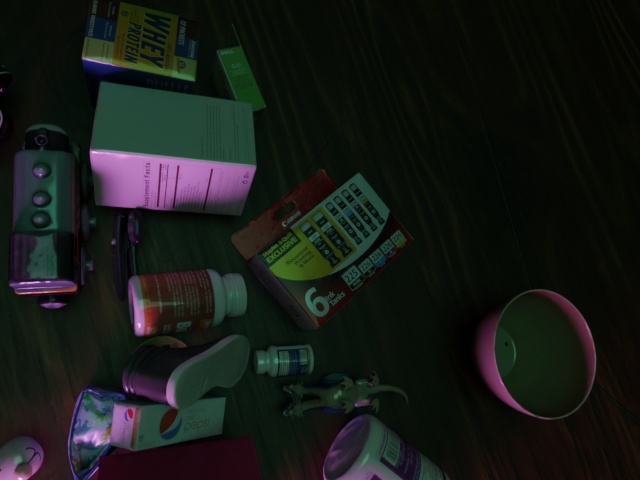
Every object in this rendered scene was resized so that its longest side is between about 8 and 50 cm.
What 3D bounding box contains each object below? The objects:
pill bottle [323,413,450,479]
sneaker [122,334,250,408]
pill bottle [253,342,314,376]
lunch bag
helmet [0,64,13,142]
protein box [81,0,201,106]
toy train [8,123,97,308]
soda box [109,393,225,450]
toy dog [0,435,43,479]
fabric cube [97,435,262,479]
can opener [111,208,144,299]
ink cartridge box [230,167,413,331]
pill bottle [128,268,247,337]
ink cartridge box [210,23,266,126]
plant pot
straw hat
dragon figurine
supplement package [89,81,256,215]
[{"bbox_3d":[0.167,0.519,1.027,0.301,0.169,0.169,40,69,-7],"label":"pill bottle"},{"bbox_3d":[-0.248,0.230,0.932,0.147,0.296,0.104,6,92,19],"label":"sneaker"},{"bbox_3d":[-0.080,0.257,1.050,0.120,0.067,0.067,1,78,-19],"label":"pill bottle"},{"bbox_3d":[-0.403,0.344,0.884,0.096,0.129,0.151,17,73,-15],"label":"lunch bag"},{"bbox_3d":[-0.659,-0.263,0.909,0.169,0.169,0.161,-14,100,-22],"label":"helmet"},{"bbox_3d":[-0.364,-0.360,1.012,0.201,0.200,0.136,6,77,-19],"label":"protein box"},{"bbox_3d":[-0.495,-0.045,0.903,0.142,0.190,0.334,0,79,-20],"label":"toy train"},{"bbox_3d":[-0.272,0.327,0.900,0.216,0.069,0.074,22,69,-58],"label":"soda box"},{"bbox_3d":[-0.570,0.466,0.733,0.220,0.161,0.333,36,71,-41],"label":"toy dog"},{"bbox_3d":[-0.226,0.516,0.798,0.258,0.259,0.254,-1,116,-19],"label":"fabric cube"},{"bbox_3d":[-0.396,0.028,0.996,0.059,0.073,0.186,5,86,-26],"label":"can opener"},{"bbox_3d":[0.000,0.000,1.101,0.309,0.130,0.272,-41,92,-22],"label":"ink cartridge box"},{"bbox_3d":[-0.264,0.120,0.980,0.216,0.121,0.121,-4,80,-27],"label":"pill bottle"},{"bbox_3d":[-0.201,-0.368,1.121,0.062,0.109,0.209,-20,86,-23],"label":"ink cartridge box"},{"bbox_3d":[0.472,0.268,1.176,0.284,0.191,0.284,4,77,-19],"label":"plant pot"},{"bbox_3d":[-0.324,0.253,0.968,0.144,0.061,0.144,-2,93,-40],"label":"straw hat"},{"bbox_3d":[0.053,0.333,1.070,0.289,0.144,0.085,5,74,-38],"label":"dragon figurine"},{"bbox_3d":[-0.293,-0.176,0.990,0.293,0.175,0.177,4,58,-19],"label":"supplement package"}]
